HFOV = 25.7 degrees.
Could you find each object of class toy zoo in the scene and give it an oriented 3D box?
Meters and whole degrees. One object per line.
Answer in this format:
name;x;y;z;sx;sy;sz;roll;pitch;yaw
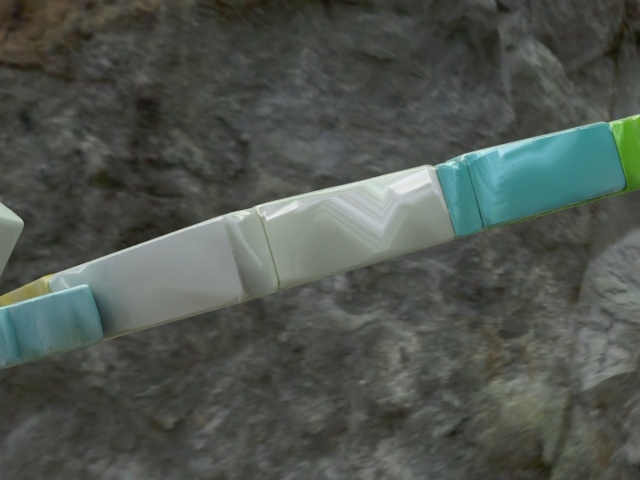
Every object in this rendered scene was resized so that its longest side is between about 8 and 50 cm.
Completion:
toy zoo;0.000;0.000;0.564;0.192;0.293;0.030;-16;-91;55

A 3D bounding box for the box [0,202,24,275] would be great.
box;-0.390;0.086;0.938;0.168;0.215;0.345;31;-83;38
